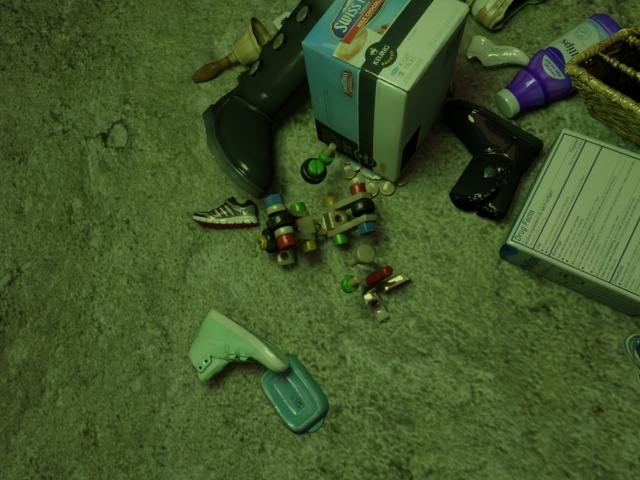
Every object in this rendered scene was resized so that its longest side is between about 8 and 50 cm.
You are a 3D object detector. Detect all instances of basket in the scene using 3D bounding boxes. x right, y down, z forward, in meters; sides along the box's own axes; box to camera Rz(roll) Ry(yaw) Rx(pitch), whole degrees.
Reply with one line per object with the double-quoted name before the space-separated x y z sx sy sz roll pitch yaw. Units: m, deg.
"basket" 0.662 -0.291 0.905 0.213 0.223 0.299 -49 51 18

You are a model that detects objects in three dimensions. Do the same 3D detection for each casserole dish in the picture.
"casserole dish" -0.065 0.345 1.092 0.114 0.037 0.188 -41 71 2

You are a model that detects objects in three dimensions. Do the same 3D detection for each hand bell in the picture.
"hand bell" -0.254 -0.492 1.325 0.242 0.126 0.126 -19 72 21

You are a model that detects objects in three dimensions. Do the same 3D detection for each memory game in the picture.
"memory game" 0.139 -0.193 1.185 0.186 0.012 0.186 -3 76 14

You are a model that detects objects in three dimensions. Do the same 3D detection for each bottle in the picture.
"bottle" 0.530 -0.382 1.087 0.282 0.092 0.118 -33 77 5

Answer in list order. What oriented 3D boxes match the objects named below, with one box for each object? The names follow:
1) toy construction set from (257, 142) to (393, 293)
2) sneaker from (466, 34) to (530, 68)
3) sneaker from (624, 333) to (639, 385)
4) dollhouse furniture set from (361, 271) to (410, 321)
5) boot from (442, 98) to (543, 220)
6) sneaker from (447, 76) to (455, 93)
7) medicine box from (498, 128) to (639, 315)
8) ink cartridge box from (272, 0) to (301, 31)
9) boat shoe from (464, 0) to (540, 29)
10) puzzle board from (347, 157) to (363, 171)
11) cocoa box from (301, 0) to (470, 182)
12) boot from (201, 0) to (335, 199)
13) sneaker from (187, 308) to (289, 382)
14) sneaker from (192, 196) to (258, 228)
"toy construction set" 0.000 0.000 1.106 0.257 0.237 0.309 -38 87 -28
"sneaker" 0.421 -0.435 1.156 0.152 0.053 0.061 28 98 23
"sneaker" 0.630 0.244 0.925 0.052 0.058 0.135 -25 72 8
"dollhouse furniture set" 0.159 0.129 1.071 0.114 0.091 0.081 -29 87 3
"boot" 0.341 -0.180 1.084 0.246 0.094 0.207 32 82 13
"sneaker" 0.260 -0.417 1.185 0.084 0.069 0.186 -29 65 15
"medicine box" 0.552 -0.034 0.966 0.289 0.149 0.264 27 84 19
"ink cartridge box" -0.033 -0.534 1.287 0.104 0.061 0.181 -35 71 5
"boat shoe" 0.501 -0.616 1.150 0.302 0.113 0.103 -34 72 15
"puzzle board" 0.101 -0.244 1.194 0.096 0.011 0.128 -25 71 8
"cocoa box" 0.128 -0.332 1.024 0.228 0.347 0.231 32 76 15
"boot" -0.072 -0.357 1.122 0.445 0.146 0.367 -42 49 14
"sneaker" -0.193 0.274 1.103 0.256 0.094 0.151 23 78 33
"sneaker" -0.238 -0.072 1.227 0.170 0.063 0.075 -1 77 9
